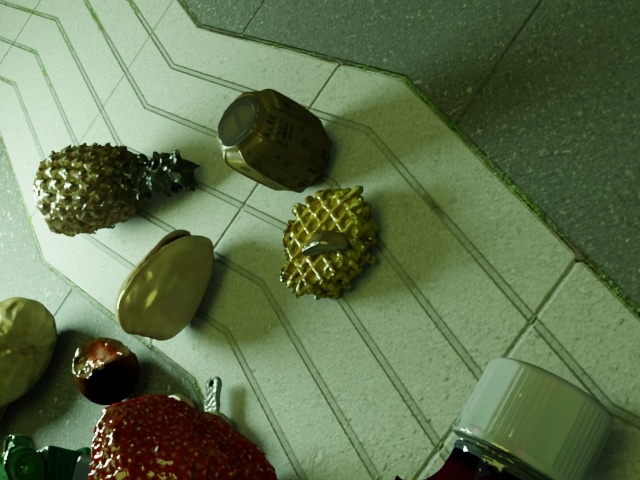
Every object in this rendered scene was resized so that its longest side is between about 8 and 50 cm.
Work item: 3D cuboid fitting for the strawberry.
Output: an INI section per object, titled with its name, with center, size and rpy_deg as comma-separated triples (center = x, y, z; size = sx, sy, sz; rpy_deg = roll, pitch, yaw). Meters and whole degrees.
[strawberry]
center = -0.218, 0.389, 1.377
size = 0.351, 0.311, 0.267
rpy_deg = 59, 135, 36

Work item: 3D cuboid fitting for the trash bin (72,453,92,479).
[trash bin]
center = -0.330, 0.475, 1.565
size = 0.225, 0.115, 0.165
rpy_deg = 2, 72, 41

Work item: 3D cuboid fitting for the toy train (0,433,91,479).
[toy train]
center = -0.540, 0.496, 1.678
size = 0.145, 0.201, 0.266
rpy_deg = -27, 54, 29

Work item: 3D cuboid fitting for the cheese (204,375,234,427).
[cheese]
center = -0.185, 0.319, 1.557
size = 0.092, 0.047, 0.171
rpy_deg = 3, 71, 42

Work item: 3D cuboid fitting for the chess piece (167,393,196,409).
[chess piece]
center = -0.261, 0.318, 1.635
size = 0.083, 0.038, 0.084
rpy_deg = -23, 53, 34

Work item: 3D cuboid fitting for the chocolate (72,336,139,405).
[chocolate]
center = -0.414, 0.243, 1.754
size = 0.127, 0.124, 0.133
rpy_deg = -60, 21, 25

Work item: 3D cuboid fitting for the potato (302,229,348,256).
[potato]
center = 0.000, -0.001, 1.459
size = 0.093, 0.036, 0.037
rpy_deg = -11, 65, 42

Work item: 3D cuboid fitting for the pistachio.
[pistachio]
center = -0.291, 0.082, 1.701
size = 0.157, 0.157, 0.230
rpy_deg = 20, 71, 46

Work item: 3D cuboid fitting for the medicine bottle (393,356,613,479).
[medicine bottle]
center = 0.183, 0.337, 1.081
size = 0.242, 0.242, 0.395
rpy_deg = 13, 72, 45

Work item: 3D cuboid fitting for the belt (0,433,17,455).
[belt]
center = -0.641, 0.450, 1.914
size = 0.059, 0.036, 0.083
rpy_deg = 35, 95, 39

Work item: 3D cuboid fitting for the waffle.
[waffle]
center = 0.011, 0.004, 1.527
size = 0.197, 0.070, 0.193
rpy_deg = -19, 58, 38

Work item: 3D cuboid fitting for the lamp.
[lamp]
center = -0.081, -0.175, 1.615
size = 0.161, 0.185, 0.161
rpy_deg = -23, 53, 34

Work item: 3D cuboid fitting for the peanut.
[peanut]
center = -0.704, 0.288, 1.962
size = 0.387, 0.169, 0.192
rpy_deg = -51, 49, 15

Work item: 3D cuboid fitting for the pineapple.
[pineapple]
center = -0.423, -0.118, 1.905
size = 0.361, 0.202, 0.202
rpy_deg = -5, 66, 29
